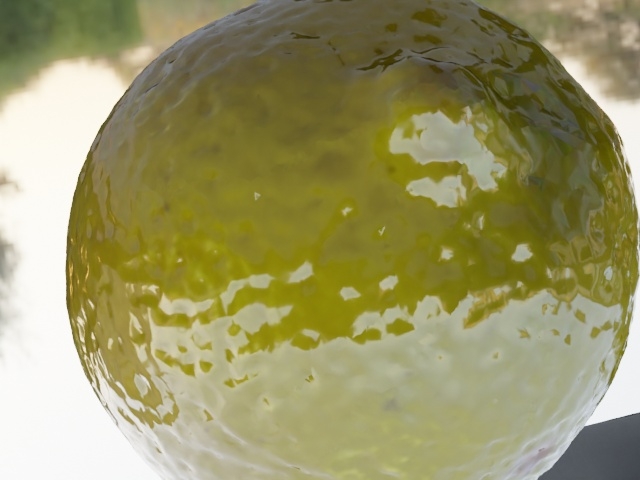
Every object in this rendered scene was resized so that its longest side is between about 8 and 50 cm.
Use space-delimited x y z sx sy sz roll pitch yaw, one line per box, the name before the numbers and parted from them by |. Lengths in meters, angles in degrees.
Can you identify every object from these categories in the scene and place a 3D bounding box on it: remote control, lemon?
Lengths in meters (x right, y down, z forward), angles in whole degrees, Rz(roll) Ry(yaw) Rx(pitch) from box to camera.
remote control | 0.246 0.136 1.061 0.245 0.022 0.077 -13 -141 -6
lemon | 0.013 0.010 0.655 0.228 0.228 0.253 -13 176 -24
